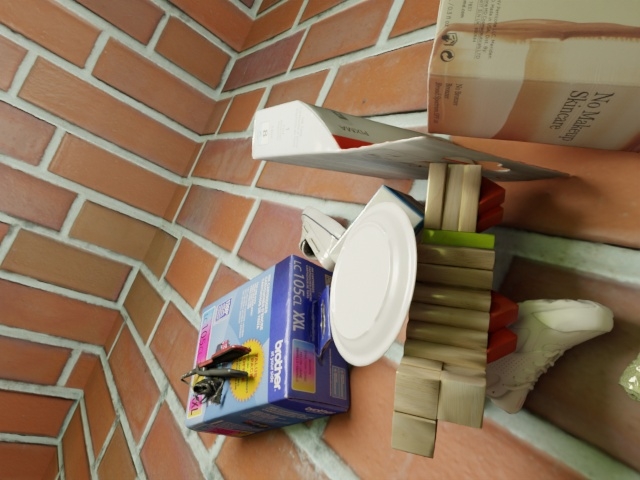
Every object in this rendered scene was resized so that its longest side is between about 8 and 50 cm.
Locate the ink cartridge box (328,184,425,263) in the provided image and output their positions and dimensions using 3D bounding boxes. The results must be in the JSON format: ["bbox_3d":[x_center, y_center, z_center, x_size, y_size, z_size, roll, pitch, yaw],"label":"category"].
[{"bbox_3d":[0.119,-0.005,0.687,0.078,0.231,0.134,43,107,18],"label":"ink cartridge box"}]

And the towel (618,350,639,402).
[{"bbox_3d":[0.372,0.130,0.384,0.148,0.027,0.110,28,91,55],"label":"towel"}]

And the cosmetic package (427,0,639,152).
[{"bbox_3d":[0.278,-0.192,0.472,0.296,0.153,0.129,9,80,17],"label":"cosmetic package"}]

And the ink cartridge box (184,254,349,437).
[{"bbox_3d":[-0.090,0.210,0.829,0.395,0.151,0.270,-31,47,36],"label":"ink cartridge box"}]

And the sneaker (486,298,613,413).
[{"bbox_3d":[0.241,0.145,0.509,0.232,0.090,0.115,-38,48,45],"label":"sneaker"}]

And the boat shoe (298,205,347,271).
[{"bbox_3d":[0.000,0.000,0.847,0.088,0.096,0.267,-49,24,-1],"label":"boat shoe"}]

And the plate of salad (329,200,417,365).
[{"bbox_3d":[0.064,0.051,0.512,0.200,0.048,0.199,-166,90,-68],"label":"plate of salad"}]

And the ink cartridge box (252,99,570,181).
[{"bbox_3d":[0.116,-0.151,0.642,0.385,0.308,0.091,11,97,55],"label":"ink cartridge box"}]

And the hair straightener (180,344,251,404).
[{"bbox_3d":[-0.204,0.256,0.774,0.230,0.047,0.089,-27,50,41],"label":"hair straightener"}]

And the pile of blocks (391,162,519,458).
[{"bbox_3d":[0.171,0.067,0.499,0.113,0.149,0.362,6,62,20],"label":"pile of blocks"}]
